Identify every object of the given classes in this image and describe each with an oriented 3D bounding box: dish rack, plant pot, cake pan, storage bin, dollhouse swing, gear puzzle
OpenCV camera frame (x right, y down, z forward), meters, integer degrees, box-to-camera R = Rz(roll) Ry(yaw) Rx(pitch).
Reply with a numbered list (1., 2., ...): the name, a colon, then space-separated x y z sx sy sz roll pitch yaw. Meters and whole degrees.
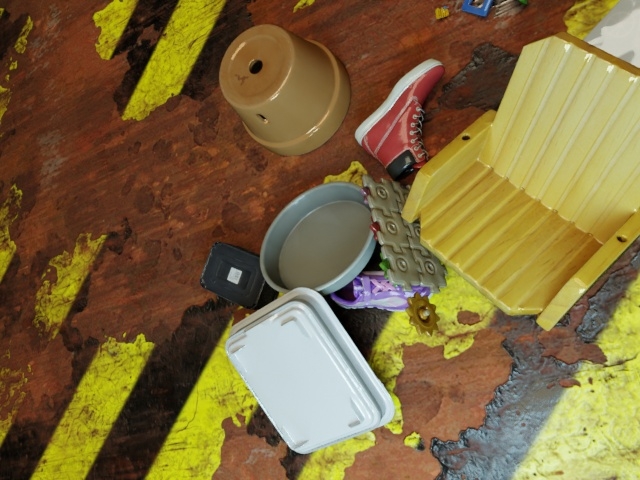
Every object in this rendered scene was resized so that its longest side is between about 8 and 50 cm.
1. dish rack: -0.042 0.288 1.047 0.286 0.072 0.332 -33 90 31
2. plant pot: -0.099 -0.369 1.202 0.291 0.203 0.290 -5 79 25
3. cake pan: 0.000 0.000 1.116 0.294 0.054 0.293 -20 48 24
4. storage bin: -0.189 0.087 1.236 0.180 0.084 0.121 20 90 29
5. dollhouse swing: 0.359 -0.102 0.848 0.315 0.305 0.347 -40 64 -14
6. gear puzzle: 0.171 0.031 1.009 0.044 0.176 0.338 -37 56 44

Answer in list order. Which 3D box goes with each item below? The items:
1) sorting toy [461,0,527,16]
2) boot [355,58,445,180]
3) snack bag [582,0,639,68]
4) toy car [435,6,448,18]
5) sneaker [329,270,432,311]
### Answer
1. sorting toy: 0.401 -0.648 1.061 0.196 0.047 0.347 20 107 41
2. boot: 0.211 -0.252 1.095 0.244 0.088 0.176 -48 65 21
3. snack bag: 0.559 -0.245 0.907 0.323 0.037 0.342 52 119 26
4. toy car: 0.257 -0.557 1.161 0.041 0.060 0.121 -16 91 -21
5. sneaker: 0.117 0.102 1.069 0.237 0.105 0.095 -7 77 24
